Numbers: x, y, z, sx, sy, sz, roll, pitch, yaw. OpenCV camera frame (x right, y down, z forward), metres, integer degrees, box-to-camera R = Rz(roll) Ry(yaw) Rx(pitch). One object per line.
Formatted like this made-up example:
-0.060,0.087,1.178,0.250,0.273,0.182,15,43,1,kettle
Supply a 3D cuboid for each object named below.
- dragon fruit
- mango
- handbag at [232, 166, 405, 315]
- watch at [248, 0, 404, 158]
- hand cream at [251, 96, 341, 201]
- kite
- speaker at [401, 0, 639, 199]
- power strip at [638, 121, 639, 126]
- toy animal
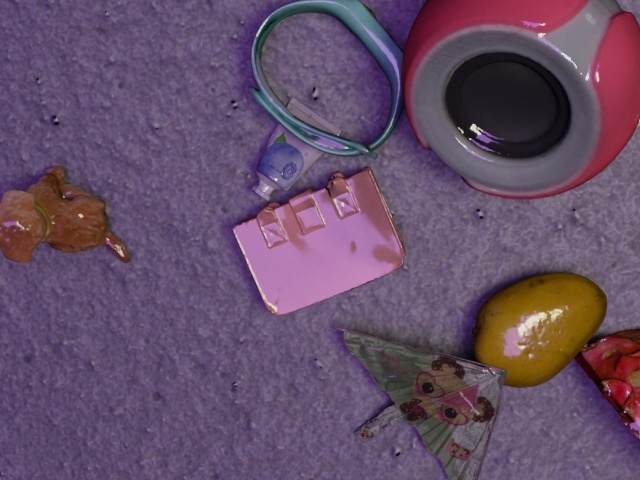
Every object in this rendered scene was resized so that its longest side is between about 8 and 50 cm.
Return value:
0.469,0.213,1.193,0.261,0.163,0.189,42,75,0,dragon fruit
0.297,0.118,1.216,0.195,0.098,0.137,-27,92,5,mango
0.000,0.000,1.254,0.212,0.059,0.157,-23,97,10,handbag
0.018,-0.217,1.199,0.195,0.068,0.237,-41,91,6,watch
-0.045,-0.119,1.249,0.084,0.053,0.142,35,93,2,hand cream
0.150,0.232,1.251,0.267,0.013,0.323,-29,103,33,kite
0.248,-0.191,1.080,0.294,0.294,0.294,1,100,8,speaker
0.560,-0.226,1.144,0.367,0.043,0.106,-9,99,10,power strip
-0.364,-0.012,1.239,0.184,0.185,0.104,37,101,0,toy animal
